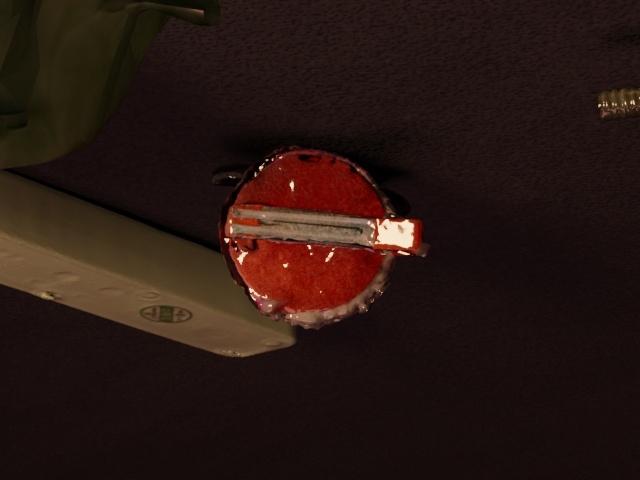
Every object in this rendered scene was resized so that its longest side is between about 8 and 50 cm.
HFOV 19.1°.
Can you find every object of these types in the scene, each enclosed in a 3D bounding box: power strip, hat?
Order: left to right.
[{"bbox_3d":[-0.157,0.023,1.505,0.091,0.062,0.385,-15,154,40],"label":"power strip"},{"bbox_3d":[0.002,-0.003,1.386,0.140,0.129,0.227,-16,178,1],"label":"hat"}]

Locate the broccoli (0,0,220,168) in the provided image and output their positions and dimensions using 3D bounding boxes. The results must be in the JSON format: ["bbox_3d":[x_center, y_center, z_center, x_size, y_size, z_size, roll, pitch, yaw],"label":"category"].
[{"bbox_3d":[-0.110,-0.179,0.532,0.321,0.413,0.310,40,114,-5],"label":"broccoli"}]

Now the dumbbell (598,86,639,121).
[{"bbox_3d":[0.289,-0.091,1.100,0.254,0.082,0.081,-4,160,17],"label":"dumbbell"}]
